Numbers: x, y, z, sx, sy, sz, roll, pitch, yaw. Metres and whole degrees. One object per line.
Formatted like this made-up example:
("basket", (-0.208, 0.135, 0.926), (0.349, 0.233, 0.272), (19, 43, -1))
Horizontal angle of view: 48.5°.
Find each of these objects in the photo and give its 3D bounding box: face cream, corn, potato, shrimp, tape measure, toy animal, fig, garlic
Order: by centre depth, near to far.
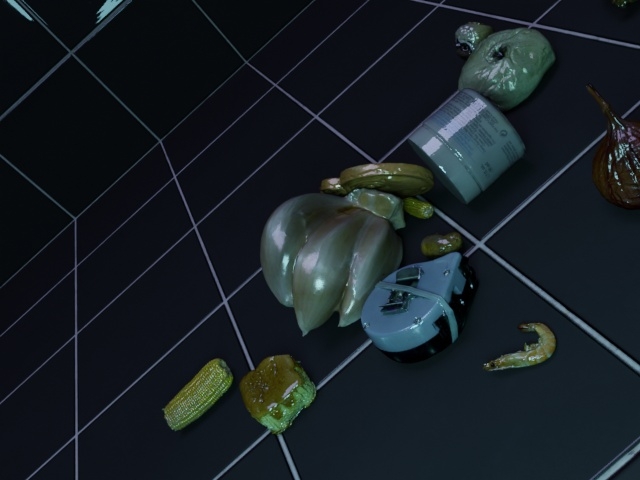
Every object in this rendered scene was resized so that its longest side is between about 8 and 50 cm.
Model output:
("shrimp", (0.294, 0.160, 1.062), (0.114, 0.023, 0.083), (-24, 31, 20))
("fig", (0.472, -0.150, 1.075), (0.146, 0.201, 0.133), (-20, 27, 25))
("tape measure", (0.160, 0.116, 1.201), (0.182, 0.107, 0.181), (-17, 32, 34))
("potato", (0.223, 0.009, 1.322), (0.092, 0.045, 0.047), (-8, 8, 42))
("face cream", (0.280, -0.181, 1.364), (0.153, 0.177, 0.177), (-40, 29, 6))
("garlic", (0.013, 0.016, 1.391), (0.279, 0.132, 0.325), (26, 58, 26))
("corn", (0.198, -0.068, 1.462), (0.037, 0.037, 0.092), (-46, 30, -5))
("corn", (-0.254, 0.321, 1.479), (0.165, 0.063, 0.085), (-42, 53, 3))
("toy animal", (0.392, -0.481, 1.737), (0.098, 0.137, 0.098), (-176, 90, -72))

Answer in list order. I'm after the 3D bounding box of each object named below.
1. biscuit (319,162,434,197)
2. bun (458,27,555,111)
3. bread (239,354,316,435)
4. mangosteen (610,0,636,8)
("biscuit", (0.109, -0.112, 1.492), (0.289, 0.202, 0.044), (-14, 74, 50))
("bun", (0.398, -0.383, 1.554), (0.221, 0.108, 0.221), (-31, 31, 21))
("bread", (-0.079, 0.277, 1.318), (0.128, 0.069, 0.140), (-43, 30, -1))
("mangosteen", (0.635, -0.586, 1.467), (0.192, 0.192, 0.217), (21, 86, 58))
